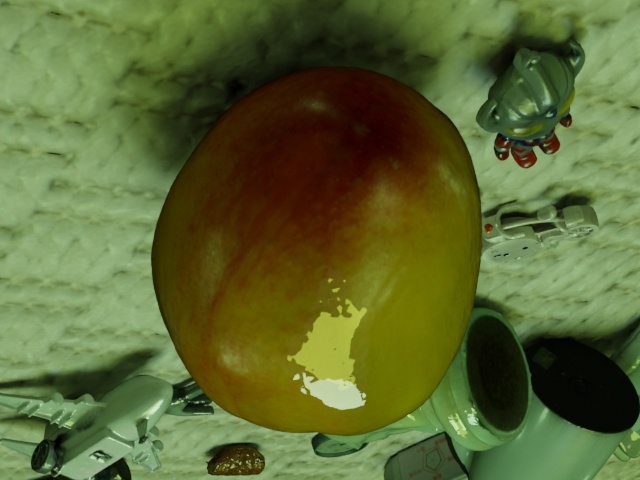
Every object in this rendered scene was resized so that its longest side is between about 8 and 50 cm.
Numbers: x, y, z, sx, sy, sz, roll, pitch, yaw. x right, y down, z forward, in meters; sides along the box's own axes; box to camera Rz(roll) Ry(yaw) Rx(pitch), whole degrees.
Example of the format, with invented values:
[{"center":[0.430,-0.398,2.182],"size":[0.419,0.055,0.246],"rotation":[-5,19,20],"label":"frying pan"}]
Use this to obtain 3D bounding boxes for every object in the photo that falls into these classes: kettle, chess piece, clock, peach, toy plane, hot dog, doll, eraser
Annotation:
[{"center":[0.274,0.252,1.734],"size":[0.161,0.221,0.236],"rotation":[-40,158,-49],"label":"kettle"},{"center":[0.097,0.189,1.612],"size":[0.298,0.176,0.176],"rotation":[-18,154,37],"label":"chess piece"},{"center":[0.029,0.288,1.868],"size":[0.085,0.017,0.085],"rotation":[-10,152,-5],"label":"clock"},{"center":[-0.002,-0.003,1.081],"size":[0.289,0.289,0.308],"rotation":[-11,124,-3],"label":"peach"},{"center":[-0.262,0.229,1.540],"size":[0.255,0.101,0.251],"rotation":[-28,135,35],"label":"toy plane"},{"center":[-0.120,0.311,1.830],"size":[0.083,0.035,0.058],"rotation":[4,148,-28],"label":"hot dog"},{"center":[0.187,-0.119,1.157],"size":[0.104,0.062,0.195],"rotation":[-14,158,5],"label":"doll"},{"center":[0.225,0.314,1.921],"size":[0.352,0.089,0.061],"rotation":[-29,144,28],"label":"eraser"},{"center":[0.229,-0.011,1.386],"size":[0.129,0.041,0.087],"rotation":[-15,155,14],"label":"clock"}]

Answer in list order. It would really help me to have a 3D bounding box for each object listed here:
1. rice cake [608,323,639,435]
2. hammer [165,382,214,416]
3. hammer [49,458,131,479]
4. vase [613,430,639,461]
[{"center":[0.461,0.184,1.698],"size":[0.037,0.189,0.198],"rotation":[-38,159,-49],"label":"rice cake"},{"center":[-0.092,0.154,1.571],"size":[0.246,0.029,0.103],"rotation":[-26,148,21],"label":"hammer"},{"center":[-0.466,0.381,1.813],"size":[0.440,0.044,0.168],"rotation":[-19,152,11],"label":"hammer"},{"center":[0.543,0.205,1.781],"size":[0.321,0.173,0.173],"rotation":[-25,149,28],"label":"vase"}]
